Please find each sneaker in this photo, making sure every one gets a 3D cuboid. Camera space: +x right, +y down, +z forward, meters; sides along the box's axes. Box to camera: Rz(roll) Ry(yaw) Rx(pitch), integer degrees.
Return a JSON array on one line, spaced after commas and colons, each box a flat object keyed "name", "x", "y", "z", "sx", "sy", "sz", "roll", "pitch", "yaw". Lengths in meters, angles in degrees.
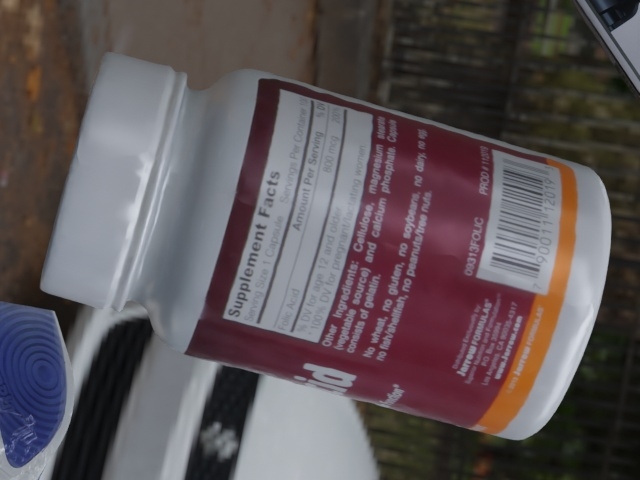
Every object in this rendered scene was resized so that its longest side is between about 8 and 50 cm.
[{"name": "sneaker", "x": -0.271, "y": 0.201, "z": 1.147, "sx": 0.127, "sy": 0.182, "sz": 0.315, "roll": 19, "pitch": 58, "yaw": -41}]

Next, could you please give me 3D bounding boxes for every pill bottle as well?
[{"name": "pill bottle", "x": 0.000, "y": 0.000, "z": 1.270, "sx": 0.224, "sy": 0.392, "sz": 0.224, "roll": -164, "pitch": -90, "yaw": -83}]

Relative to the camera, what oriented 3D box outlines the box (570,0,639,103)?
[{"name": "box", "x": 0.228, "y": -0.260, "z": 1.216, "sx": 0.290, "sy": 0.169, "sz": 0.087, "roll": 57, "pitch": 9, "yaw": 2}]
